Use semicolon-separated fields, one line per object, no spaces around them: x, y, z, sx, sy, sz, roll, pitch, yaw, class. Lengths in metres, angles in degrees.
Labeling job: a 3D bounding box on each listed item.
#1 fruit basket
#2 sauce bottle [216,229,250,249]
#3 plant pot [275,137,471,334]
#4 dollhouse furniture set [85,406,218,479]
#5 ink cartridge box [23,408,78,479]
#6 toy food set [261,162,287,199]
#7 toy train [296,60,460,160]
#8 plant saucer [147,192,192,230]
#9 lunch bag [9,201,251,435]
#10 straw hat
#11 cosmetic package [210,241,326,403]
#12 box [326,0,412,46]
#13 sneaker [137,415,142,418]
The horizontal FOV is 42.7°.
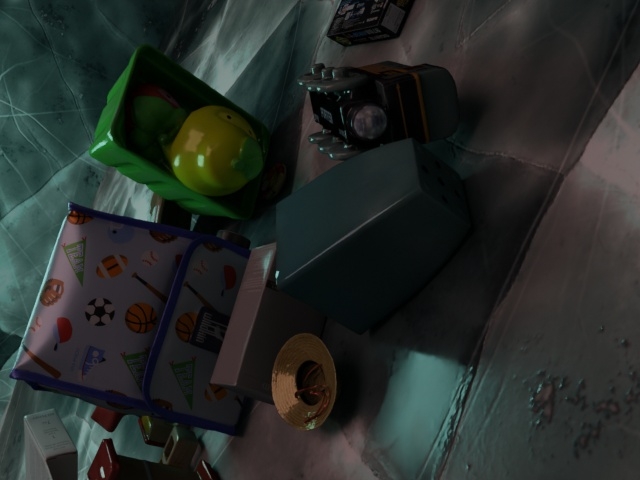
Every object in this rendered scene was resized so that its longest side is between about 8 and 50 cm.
-0.240;-0.205;1.651;0.392;0.392;0.282;-27;45;52;fruit basket
-0.220;0.149;1.586;0.111;0.111;0.344;-7;64;61;sauce bottle
0.078;-0.019;1.124;0.234;0.165;0.165;-37;37;30;plant pot
-0.334;0.406;1.481;0.152;0.201;0.374;-66;25;6;dollhouse furniture set
-0.474;0.503;1.487;0.261;0.066;0.296;39;130;47;ink cartridge box
-0.096;-0.121;1.685;0.082;0.020;0.083;-45;33;37;toy food set
0.079;-0.205;1.239;0.334;0.190;0.142;-125;23;-73;toy train
-0.352;-0.043;1.911;0.278;0.041;0.277;8;-90;-85;plant saucer
-0.289;0.142;1.429;0.239;0.386;0.327;109;176;-75;lunch bag
-0.004;0.208;1.188;0.145;0.061;0.144;-16;69;46;straw hat
-0.072;0.136;1.304;0.107;0.127;0.237;-17;56;57;cosmetic package
0.107;-0.466;1.561;0.220;0.051;0.175;16;83;64;box
-0.397;0.312;1.788;0.101;0.106;0.267;-67;24;1;sneaker
